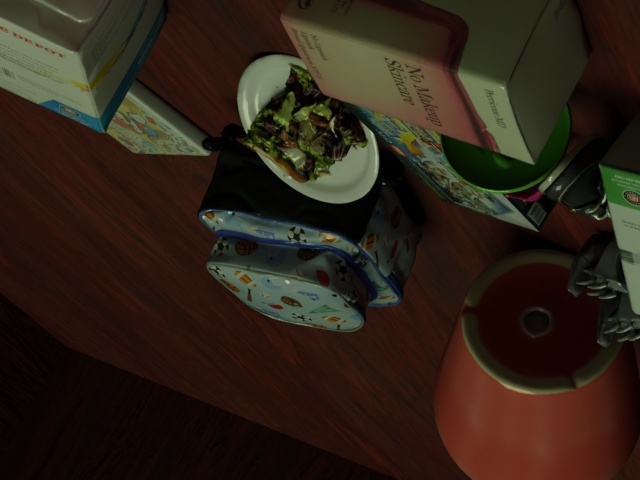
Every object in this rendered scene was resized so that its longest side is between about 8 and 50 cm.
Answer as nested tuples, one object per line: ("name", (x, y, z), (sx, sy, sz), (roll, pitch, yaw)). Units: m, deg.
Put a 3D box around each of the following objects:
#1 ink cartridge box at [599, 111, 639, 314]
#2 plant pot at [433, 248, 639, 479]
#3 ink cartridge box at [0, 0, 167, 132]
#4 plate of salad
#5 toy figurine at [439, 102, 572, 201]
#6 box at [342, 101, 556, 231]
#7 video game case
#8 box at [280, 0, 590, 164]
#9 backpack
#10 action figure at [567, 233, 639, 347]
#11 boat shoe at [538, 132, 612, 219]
("ink cartridge box", (0.365, -0.007, 1.753), (0.153, 0.087, 0.208), (17, 144, 34))
("plant pot", (0.267, 0.151, 2.247), (0.275, 0.275, 0.243), (23, 155, 17))
("ink cartridge box", (-0.283, -0.258, 1.999), (0.171, 0.168, 0.232), (26, 164, 7))
("plate of salad", (-0.021, -0.121, 2.103), (0.200, 0.048, 0.199), (26, 138, 26))
("toy figurine", (0.186, -0.103, 1.848), (0.173, 0.130, 0.159), (45, -178, 22))
("box", (0.134, -0.103, 1.989), (0.159, 0.044, 0.233), (22, 165, 48))
("video game case", (-0.278, -0.186, 2.490), (0.227, 0.026, 0.206), (37, 162, -31))
("box", (0.105, -0.183, 1.656), (0.232, 0.126, 0.148), (21, 163, 26))
("backpack", (0.000, 0.000, 2.307), (0.277, 0.213, 0.263), (15, 171, 31))
("action figure", (0.402, 0.059, 1.990), (0.185, 0.099, 0.285), (43, 156, -28))
("boat shoe", (0.270, -0.055, 1.774), (0.065, 0.075, 0.206), (46, -163, 15))
